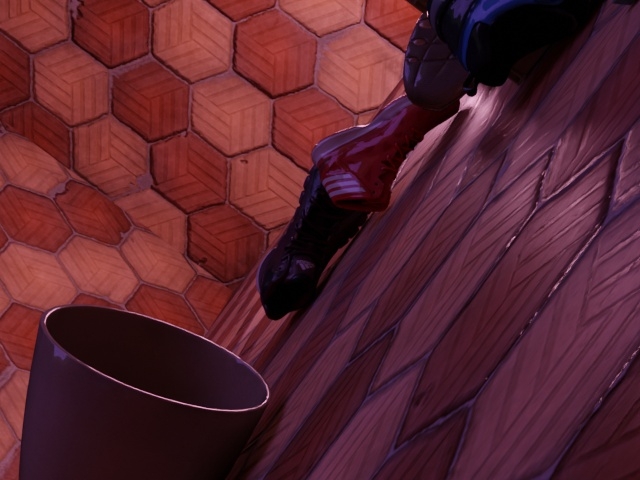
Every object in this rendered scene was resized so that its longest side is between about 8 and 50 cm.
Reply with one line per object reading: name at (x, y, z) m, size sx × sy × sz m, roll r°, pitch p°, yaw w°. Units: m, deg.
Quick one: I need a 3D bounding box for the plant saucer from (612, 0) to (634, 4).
plant saucer at (0.315, -0.279, 1.451) m, size 0.067 × 0.018 × 0.192 m, roll -49°, pitch 5°, yaw 49°

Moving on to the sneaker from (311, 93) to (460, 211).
sneaker at (0.104, -0.110, 2.181) m, size 0.221 × 0.128 × 0.087 m, roll -28°, pitch -30°, yaw 16°

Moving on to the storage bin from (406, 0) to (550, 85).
storage bin at (0.196, -0.352, 1.765) m, size 0.262 × 0.260 × 0.123 m, roll -52°, pitch 8°, yaw 13°

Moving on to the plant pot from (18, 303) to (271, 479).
plant pot at (-0.218, 0.245, 1.719) m, size 0.256 × 0.256 × 0.274 m, roll -73°, pitch 3°, yaw -79°

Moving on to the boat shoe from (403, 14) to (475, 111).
boat shoe at (0.213, -0.272, 2.038) m, size 0.324 × 0.123 × 0.116 m, roll -52°, pitch -28°, yaw -26°

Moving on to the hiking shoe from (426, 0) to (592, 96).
hiking shoe at (0.256, -0.271, 1.638) m, size 0.304 × 0.113 × 0.132 m, roll -39°, pitch 49°, yaw 18°

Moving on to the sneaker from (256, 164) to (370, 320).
sneaker at (0.000, 0.000, 2.259) m, size 0.281 × 0.106 × 0.162 m, roll -61°, pitch 8°, yaw 18°
